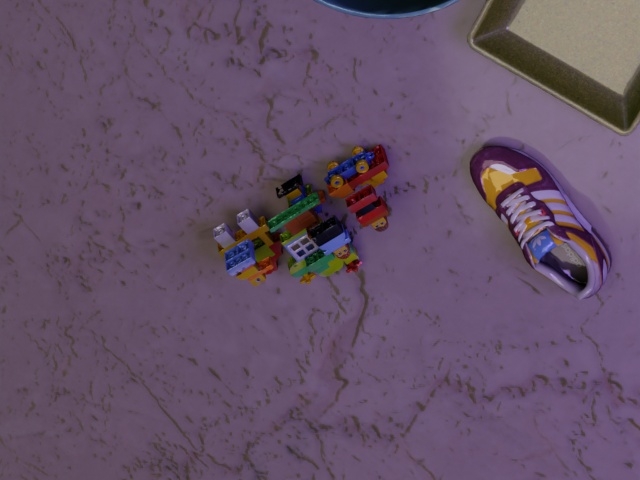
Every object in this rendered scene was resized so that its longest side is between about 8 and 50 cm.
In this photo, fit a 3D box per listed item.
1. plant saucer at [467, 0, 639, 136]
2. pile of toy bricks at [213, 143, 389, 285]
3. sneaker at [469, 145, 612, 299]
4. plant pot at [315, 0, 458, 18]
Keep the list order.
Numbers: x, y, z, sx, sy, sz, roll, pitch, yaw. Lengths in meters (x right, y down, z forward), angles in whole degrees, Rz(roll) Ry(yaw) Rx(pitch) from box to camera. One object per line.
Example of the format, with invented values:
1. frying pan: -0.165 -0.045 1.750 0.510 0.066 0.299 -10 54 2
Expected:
1. plant saucer: 0.267 -0.227 1.576 0.188 0.045 0.188 31 113 7
2. pile of toy bricks: 0.000 0.000 1.718 0.212 0.118 0.105 -30 128 15
3. sneaker: 0.219 -0.020 1.636 0.185 0.084 0.069 44 115 1
4. plant pot: 0.086 -0.366 1.490 0.293 0.235 0.293 5 108 17
